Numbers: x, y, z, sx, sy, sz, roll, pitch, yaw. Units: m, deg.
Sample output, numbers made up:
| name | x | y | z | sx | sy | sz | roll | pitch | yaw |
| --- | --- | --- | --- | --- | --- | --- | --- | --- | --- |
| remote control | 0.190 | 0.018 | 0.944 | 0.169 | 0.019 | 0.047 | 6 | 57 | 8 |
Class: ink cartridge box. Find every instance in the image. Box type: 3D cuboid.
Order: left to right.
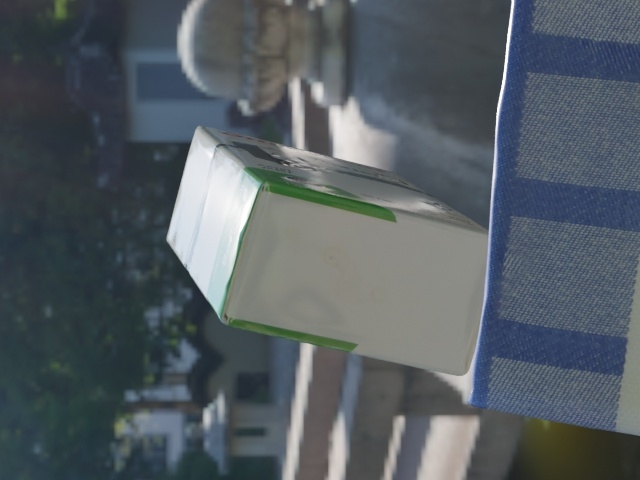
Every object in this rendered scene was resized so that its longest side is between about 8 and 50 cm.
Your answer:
| name | x | y | z | sx | sy | sz | roll | pitch | yaw |
| --- | --- | --- | --- | --- | --- | --- | --- | --- | --- |
| ink cartridge box | 0.000 | 0.000 | 0.916 | 0.208 | 0.153 | 0.087 | -140 | 64 | -70 |

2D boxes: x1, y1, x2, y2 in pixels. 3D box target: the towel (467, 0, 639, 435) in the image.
| name | x | y | z | sx | sy | sz | roll | pitch | yaw |
| --- | --- | --- | --- | --- | --- | --- | --- | --- | --- |
| towel | 0.203 | -0.018 | 0.541 | 0.034 | 0.285 | 0.209 | -12 | -72 | -74 |
